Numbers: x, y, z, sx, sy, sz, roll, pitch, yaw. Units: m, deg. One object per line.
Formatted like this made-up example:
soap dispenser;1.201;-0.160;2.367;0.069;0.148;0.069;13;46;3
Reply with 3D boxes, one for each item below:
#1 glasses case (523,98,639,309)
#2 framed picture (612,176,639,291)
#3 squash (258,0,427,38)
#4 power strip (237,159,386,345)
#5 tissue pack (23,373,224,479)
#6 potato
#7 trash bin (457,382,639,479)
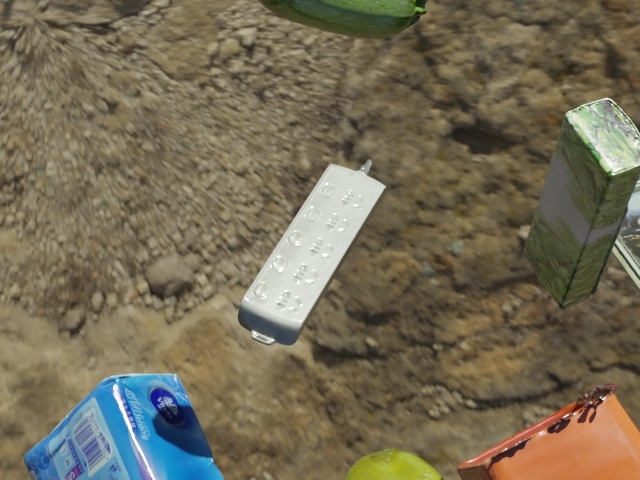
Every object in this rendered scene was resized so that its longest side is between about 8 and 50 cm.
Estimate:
glasses case;0.295;-0.035;1.487;0.062;0.272;0.095;-21;61;-15
framed picture;0.503;-0.028;1.702;0.296;0.232;0.019;-14;135;-14
squash;0.017;-0.245;1.327;0.219;0.068;0.077;3;124;-38
power strip;0.000;0.000;1.255;0.060;0.027;0.252;23;51;11
tissue pack;-0.209;0.315;1.557;0.198;0.146;0.263;-43;63;29
potato;0.087;0.392;1.738;0.149;0.253;0.186;19;137;-26
trash bin;0.208;0.234;0.939;0.161;0.184;0.238;-27;84;-10
